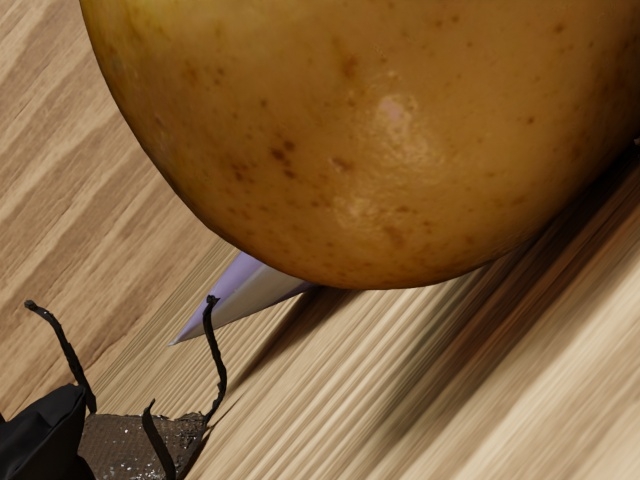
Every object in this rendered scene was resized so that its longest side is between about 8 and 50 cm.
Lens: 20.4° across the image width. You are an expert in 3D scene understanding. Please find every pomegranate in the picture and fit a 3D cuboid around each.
[{"bbox_3d":[0.033,-0.121,0.758,0.307,0.307,0.307,-49,6,7],"label":"pomegranate"}]

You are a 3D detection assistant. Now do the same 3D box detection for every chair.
[{"bbox_3d":[-0.146,0.155,1.236,0.174,0.149,0.213,-62,-29,-54],"label":"chair"}]

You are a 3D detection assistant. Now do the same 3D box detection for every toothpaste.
[{"bbox_3d":[0.000,0.000,1.181,0.125,0.080,0.371,-25,-10,-27],"label":"toothpaste"}]

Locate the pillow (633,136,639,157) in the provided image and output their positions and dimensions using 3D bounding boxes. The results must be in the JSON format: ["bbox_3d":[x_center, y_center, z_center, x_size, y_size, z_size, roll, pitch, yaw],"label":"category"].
[{"bbox_3d":[0.175,-0.105,0.669,0.185,0.043,0.118,-51,-1,-46],"label":"pillow"}]

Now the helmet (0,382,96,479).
[{"bbox_3d":[-0.184,0.205,0.823,0.279,0.160,0.230,-36,4,-9],"label":"helmet"}]
